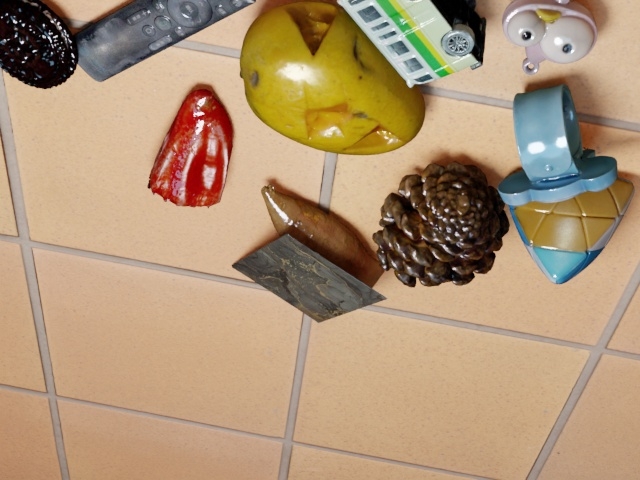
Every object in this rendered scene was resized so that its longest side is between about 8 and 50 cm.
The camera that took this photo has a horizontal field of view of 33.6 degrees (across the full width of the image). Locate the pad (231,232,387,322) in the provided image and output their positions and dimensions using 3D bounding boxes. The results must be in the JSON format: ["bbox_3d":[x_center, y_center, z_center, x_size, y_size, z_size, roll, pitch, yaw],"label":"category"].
[{"bbox_3d":[-0.033,0.088,2.241,0.247,0.007,0.367,34,158,-13],"label":"pad"}]

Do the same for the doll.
[{"bbox_3d":[0.385,-0.403,1.650,0.160,0.094,0.365,7,137,-6],"label":"doll"}]

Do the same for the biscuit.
[{"bbox_3d":[-0.529,-0.360,1.922,0.194,0.053,0.195,17,136,17],"label":"biscuit"}]

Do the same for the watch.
[{"bbox_3d":[0.403,-0.175,1.855,0.210,0.211,0.193,-10,113,23],"label":"watch"}]

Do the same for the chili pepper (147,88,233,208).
[{"bbox_3d":[-0.232,-0.181,2.045,0.144,0.136,0.253,37,131,12],"label":"chili pepper"}]

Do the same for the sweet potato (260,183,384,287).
[{"bbox_3d":[-0.002,0.002,2.181,0.131,0.131,0.336,-23,130,33],"label":"sweet potato"}]

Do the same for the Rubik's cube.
[{"bbox_3d":[0.496,-0.033,2.025,0.254,0.254,0.254,7,139,6],"label":"Rubik's cube"}]

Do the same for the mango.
[{"bbox_3d":[0.025,-0.271,1.838,0.364,0.182,0.253,22,137,-28],"label":"mango"}]

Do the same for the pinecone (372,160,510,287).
[{"bbox_3d":[0.226,-0.021,2.038,0.244,0.244,0.309,27,152,-17],"label":"pinecone"}]

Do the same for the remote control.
[{"bbox_3d":[-0.289,-0.386,1.869,0.377,0.044,0.107,-19,134,31],"label":"remote control"}]

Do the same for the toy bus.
[{"bbox_3d":[0.137,-0.384,1.701,0.164,0.134,0.276,-23,128,33],"label":"toy bus"}]
